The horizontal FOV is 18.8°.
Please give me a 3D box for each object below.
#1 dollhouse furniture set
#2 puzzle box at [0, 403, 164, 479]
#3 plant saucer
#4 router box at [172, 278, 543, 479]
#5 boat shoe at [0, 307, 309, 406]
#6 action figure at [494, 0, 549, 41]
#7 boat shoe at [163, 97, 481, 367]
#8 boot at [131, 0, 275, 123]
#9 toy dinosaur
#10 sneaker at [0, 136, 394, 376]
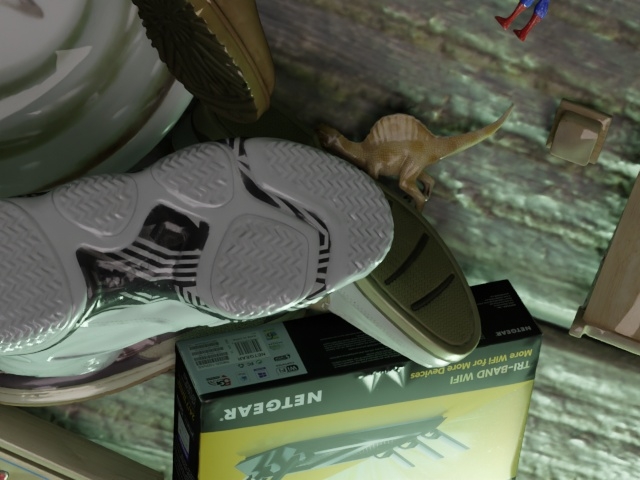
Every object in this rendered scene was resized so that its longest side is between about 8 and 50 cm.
[{"bbox_3d":[0.343,0.047,1.734,0.356,0.174,0.303,22,118,7],"label":"dollhouse furniture set"},{"bbox_3d":[-0.378,0.231,1.729,0.409,0.052,0.272,27,120,-22],"label":"puzzle box"},{"bbox_3d":[-0.276,-0.205,1.466,0.400,0.100,0.400,-3,121,-6],"label":"plant saucer"},{"bbox_3d":[0.026,0.172,1.691,0.309,0.081,0.243,-10,132,-17],"label":"router box"},{"bbox_3d":[-0.153,0.066,1.651,0.285,0.103,0.092,-13,112,-7],"label":"boat shoe"},{"bbox_3d":[0.188,-0.216,1.566,0.038,0.030,0.115,33,107,-30],"label":"action figure"},{"bbox_3d":[0.000,0.000,1.597,0.302,0.113,0.103,44,130,1],"label":"boat shoe"},{"bbox_3d":[-0.028,-0.252,1.405,0.269,0.089,0.236,-48,132,-23],"label":"boot"},{"bbox_3d":[0.076,-0.066,1.627,0.183,0.053,0.092,-3,120,-6],"label":"toy dinosaur"},{"bbox_3d":[-0.134,0.017,1.512,0.366,0.210,0.137,-10,82,-10],"label":"sneaker"}]
